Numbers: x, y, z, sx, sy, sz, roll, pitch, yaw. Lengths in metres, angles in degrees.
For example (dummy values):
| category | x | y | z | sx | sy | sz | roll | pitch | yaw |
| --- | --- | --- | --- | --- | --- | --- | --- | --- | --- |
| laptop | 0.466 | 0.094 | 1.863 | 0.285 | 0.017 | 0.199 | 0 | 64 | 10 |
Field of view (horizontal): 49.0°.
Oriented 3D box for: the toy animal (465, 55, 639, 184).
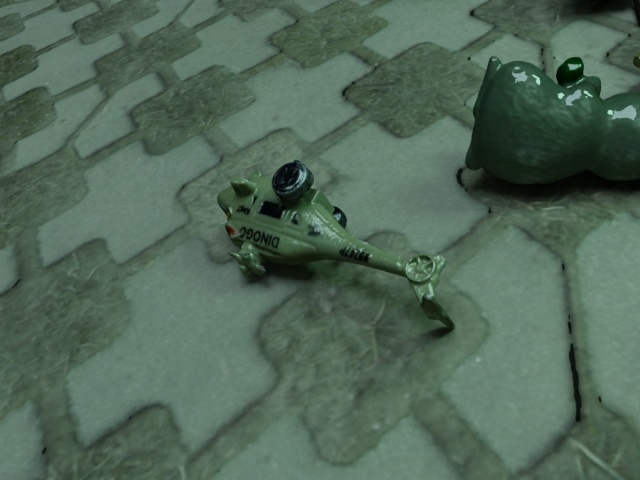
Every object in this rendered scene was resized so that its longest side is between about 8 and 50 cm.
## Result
| category | x | y | z | sx | sy | sz | roll | pitch | yaw |
| --- | --- | --- | --- | --- | --- | --- | --- | --- | --- |
| toy animal | 0.260 | -0.096 | 0.672 | 0.236 | 0.138 | 0.108 | 24 | 7 | 11 |

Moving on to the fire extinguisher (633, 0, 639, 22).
| category | x | y | z | sx | sy | sz | roll | pitch | yaw |
| --- | --- | --- | --- | --- | --- | --- | --- | --- | --- |
| fire extinguisher | 0.438 | -0.299 | 0.918 | 0.046 | 0.032 | 0.100 | 25 | 42 | -5 |

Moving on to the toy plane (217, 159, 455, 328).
| category | x | y | z | sx | sy | sz | roll | pitch | yaw |
| --- | --- | --- | --- | --- | --- | --- | --- | --- | --- |
| toy plane | 0.000 | 0.000 | 0.636 | 0.286 | 0.092 | 0.108 | 17 | 69 | 37 |

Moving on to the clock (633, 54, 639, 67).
| category | x | y | z | sx | sy | sz | roll | pitch | yaw |
| --- | --- | --- | --- | --- | --- | --- | --- | --- | --- |
| clock | 0.500 | -0.244 | 0.761 | 0.308 | 0.096 | 0.235 | -28 | 39 | -16 |
